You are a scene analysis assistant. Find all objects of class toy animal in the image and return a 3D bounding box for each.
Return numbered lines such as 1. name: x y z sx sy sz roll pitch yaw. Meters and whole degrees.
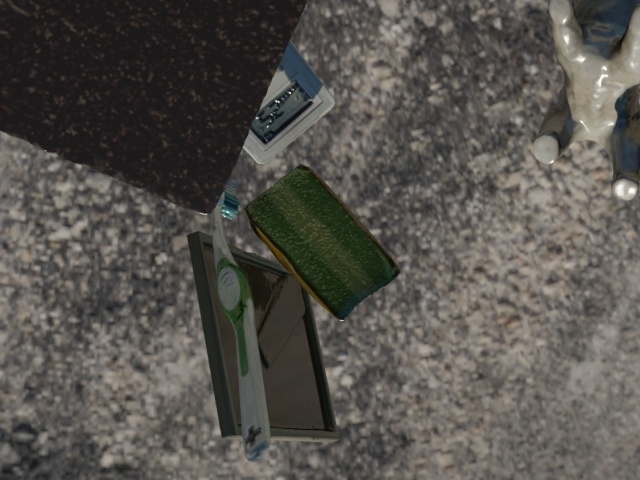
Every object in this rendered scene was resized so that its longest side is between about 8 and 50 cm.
1. toy animal: 0.437 -0.278 1.746 0.194 0.303 0.344 13 124 16

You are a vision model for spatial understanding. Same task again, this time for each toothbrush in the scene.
1. toothbrush: -0.065 0.045 0.852 0.030 0.304 0.030 -5 130 -6

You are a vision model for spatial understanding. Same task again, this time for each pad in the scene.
1. pad: -0.168 -0.169 0.612 0.330 0.004 0.220 24 108 -9

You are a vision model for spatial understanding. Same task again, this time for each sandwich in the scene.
1. sandwich: 0.000 0.000 0.939 0.074 0.116 0.074 -39 124 -5

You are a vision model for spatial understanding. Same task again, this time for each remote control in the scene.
1. remote control: -0.097 -0.195 1.123 0.109 0.055 0.313 -40 143 3

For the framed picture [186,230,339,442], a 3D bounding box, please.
1. framed picture: -0.048 0.099 1.068 0.016 0.184 0.250 -17 165 18
